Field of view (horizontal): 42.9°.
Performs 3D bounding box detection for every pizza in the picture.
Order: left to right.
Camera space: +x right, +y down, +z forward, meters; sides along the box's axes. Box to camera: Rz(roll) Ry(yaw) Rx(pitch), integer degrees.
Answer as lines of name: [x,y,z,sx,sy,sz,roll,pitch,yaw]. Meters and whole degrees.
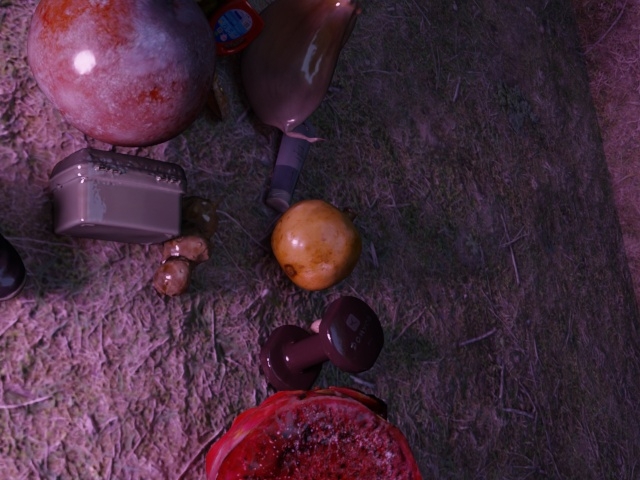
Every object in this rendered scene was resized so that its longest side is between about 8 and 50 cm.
pizza: [-0.221,-0.318,1.603,0.052,0.185,0.195,-38,133,-14]

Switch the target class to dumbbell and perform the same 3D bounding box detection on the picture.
dumbbell: [0.001,0.198,1.502,0.124,0.225,0.140,46,45,-15]

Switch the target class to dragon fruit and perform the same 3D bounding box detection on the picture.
dragon fruit: [-0.034,0.421,1.343,0.370,0.249,0.386,-18,98,-20]

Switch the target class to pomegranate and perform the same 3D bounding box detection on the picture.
pomegranate: [0.000,0.000,1.629,0.196,0.196,0.196,20,59,-37]

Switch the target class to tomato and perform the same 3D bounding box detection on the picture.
tomato: [-0.331,-0.312,1.385,0.316,0.282,0.317,28,43,-29]

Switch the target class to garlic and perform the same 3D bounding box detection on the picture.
garlic: [-0.033,-0.370,1.750,0.231,0.245,0.340,15,85,-69]

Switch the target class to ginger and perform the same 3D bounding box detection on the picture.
ginger: [-0.243,0.011,1.461,0.104,0.080,0.204,10,59,-5]

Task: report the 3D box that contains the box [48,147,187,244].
box: [-0.335,-0.069,1.362,0.210,0.148,0.129,8,74,-39]

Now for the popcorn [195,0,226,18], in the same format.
popcorn: [-0.258,-0.539,1.615,0.237,0.205,0.252,23,67,-51]

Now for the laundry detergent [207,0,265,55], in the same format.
laundry detergent: [-0.197,-0.416,1.654,0.097,0.165,0.049,47,8,-30]

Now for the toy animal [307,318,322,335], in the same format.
toy animal: [0.037,0.199,1.644,0.114,0.091,0.082,11,78,-42]

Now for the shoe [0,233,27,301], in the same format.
shoe: [-0.531,-0.030,1.158,0.291,0.137,0.114,41,49,-25]

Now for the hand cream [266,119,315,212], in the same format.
hand cream: [-0.062,-0.172,1.743,0.079,0.048,0.255,40,46,-31]
